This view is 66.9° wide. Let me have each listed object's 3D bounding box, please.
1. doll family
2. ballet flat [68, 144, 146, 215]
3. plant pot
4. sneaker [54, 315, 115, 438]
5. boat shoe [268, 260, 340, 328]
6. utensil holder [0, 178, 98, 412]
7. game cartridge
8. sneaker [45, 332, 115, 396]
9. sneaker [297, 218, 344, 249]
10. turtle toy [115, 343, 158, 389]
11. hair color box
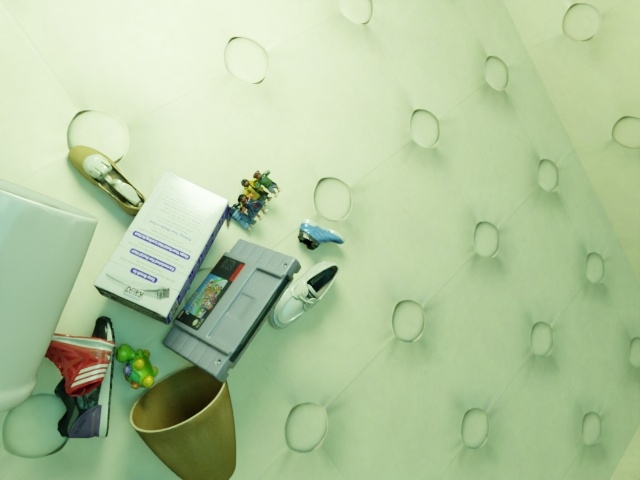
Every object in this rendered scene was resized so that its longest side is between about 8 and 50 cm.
[{"bbox_3d":[-0.205,-0.119,1.393,0.111,0.076,0.193,38,71,-26],"label":"doll family"},{"bbox_3d":[-0.524,-0.157,1.217,0.232,0.073,0.080,44,66,-18],"label":"ballet flat"},{"bbox_3d":[-0.305,0.483,1.204,0.237,0.237,0.255,-29,112,-28],"label":"plant pot"},{"bbox_3d":[-0.554,0.321,1.137,0.124,0.107,0.284,5,82,-23],"label":"sneaker"},{"bbox_3d":[-0.042,0.161,1.445,0.267,0.088,0.096,-39,104,-27],"label":"boat shoe"},{"bbox_3d":[-0.655,0.079,0.929,0.327,0.327,0.386,22,87,-25],"label":"utensil holder"},{"bbox_3d":[-0.234,0.164,1.265,0.355,0.230,0.068,-56,145,-22],"label":"game cartridge"},{"bbox_3d":[-0.577,0.276,1.077,0.221,0.087,0.128,0,69,15],"label":"sneaker"},{"bbox_3d":[0.000,0.000,1.500,0.152,0.058,0.085,26,67,-20],"label":"sneaker"},{"bbox_3d":[-0.458,0.313,1.203,0.066,0.095,0.130,-25,97,-7],"label":"turtle toy"},{"bbox_3d":[-0.385,0.015,1.215,0.185,0.110,0.339,25,65,-3],"label":"hair color box"}]
